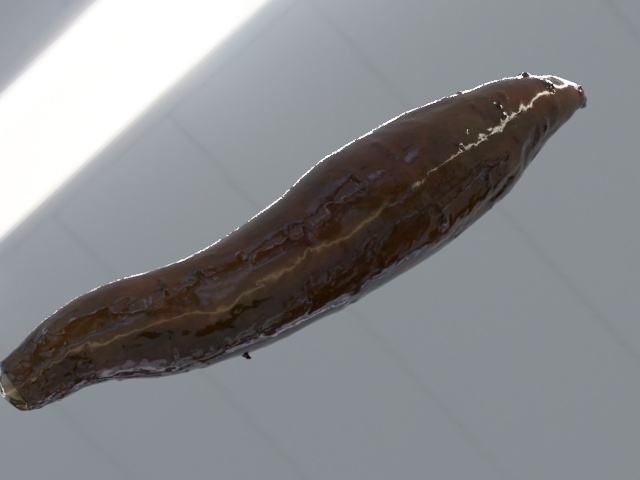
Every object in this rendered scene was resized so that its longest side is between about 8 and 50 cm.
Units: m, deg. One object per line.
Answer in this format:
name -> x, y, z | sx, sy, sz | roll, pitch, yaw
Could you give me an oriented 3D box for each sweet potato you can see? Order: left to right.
sweet potato -> 0.001, 0.000, 0.687 | 0.057, 0.264, 0.057 | 45, -27, 31
